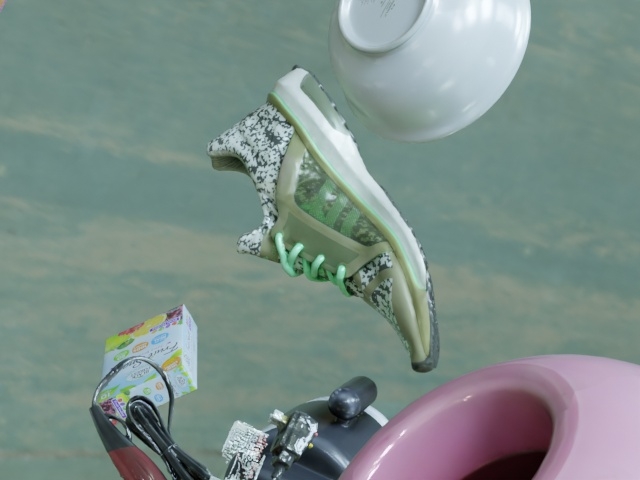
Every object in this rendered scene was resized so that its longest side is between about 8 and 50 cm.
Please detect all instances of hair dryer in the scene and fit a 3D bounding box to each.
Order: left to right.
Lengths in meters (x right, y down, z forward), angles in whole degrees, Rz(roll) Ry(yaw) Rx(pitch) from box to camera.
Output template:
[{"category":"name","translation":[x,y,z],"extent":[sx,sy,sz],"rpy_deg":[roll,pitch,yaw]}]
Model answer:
[{"category":"hair dryer","translation":[-0.142,0.274,1.549],"extent":[0.080,0.223,0.293],"rpy_deg":[90,17,-64]}]

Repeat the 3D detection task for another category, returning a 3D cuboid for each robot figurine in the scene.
[{"category":"robot figurine","translation":[-0.003,0.274,1.796],"extent":[0.209,0.174,0.278],"rpy_deg":[-30,177,19]}]

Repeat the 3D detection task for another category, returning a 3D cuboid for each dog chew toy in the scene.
[{"category":"dog chew toy","translation":[0.136,0.205,0.652],"extent":[0.206,0.206,0.332],"rpy_deg":[-47,116,-23]}]

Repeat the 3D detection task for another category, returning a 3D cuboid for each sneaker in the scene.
[{"category":"sneaker","translation":[0.000,0.000,1.847],"extent":[0.182,0.410,0.158],"rpy_deg":[-29,153,-4]}]

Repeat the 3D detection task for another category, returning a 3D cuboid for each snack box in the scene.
[{"category":"snack box","translation":[-0.183,0.132,1.720],"extent":[0.100,0.141,0.037],"rpy_deg":[-25,114,8]}]

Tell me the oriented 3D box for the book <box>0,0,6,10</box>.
[{"category":"book","translation":[-0.327,-0.197,1.501],"extent":[0.144,0.035,0.096],"rpy_deg":[-61,-176,0]}]

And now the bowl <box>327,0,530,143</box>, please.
[{"category":"bowl","translation":[0.117,-0.288,2.103],"extent":[0.134,0.298,0.298],"rpy_deg":[30,86,-51]}]
